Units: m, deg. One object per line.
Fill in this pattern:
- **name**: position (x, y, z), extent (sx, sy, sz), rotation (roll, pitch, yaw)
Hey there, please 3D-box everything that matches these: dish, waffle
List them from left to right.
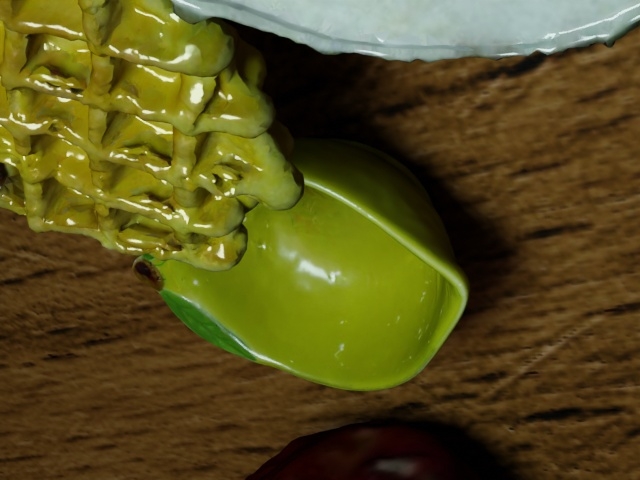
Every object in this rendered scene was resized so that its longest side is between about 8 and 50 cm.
- **waffle**: position (-0.158, -0.081, 0.778), extent (0.283, 0.065, 0.309), rotation (-15, 133, 41)
- **dish**: position (0.000, 0.000, 0.903), extent (0.208, 0.080, 0.149), rotation (5, 131, 33)

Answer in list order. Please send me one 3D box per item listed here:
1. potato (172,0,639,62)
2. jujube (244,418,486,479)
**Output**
- **potato**: position (0.011, -0.210, 0.566), extent (0.300, 0.196, 0.246), rotation (31, 125, -16)
- **jujube**: position (0.022, 0.290, 1.041), extent (0.258, 0.258, 0.376), rotation (11, 129, 30)
